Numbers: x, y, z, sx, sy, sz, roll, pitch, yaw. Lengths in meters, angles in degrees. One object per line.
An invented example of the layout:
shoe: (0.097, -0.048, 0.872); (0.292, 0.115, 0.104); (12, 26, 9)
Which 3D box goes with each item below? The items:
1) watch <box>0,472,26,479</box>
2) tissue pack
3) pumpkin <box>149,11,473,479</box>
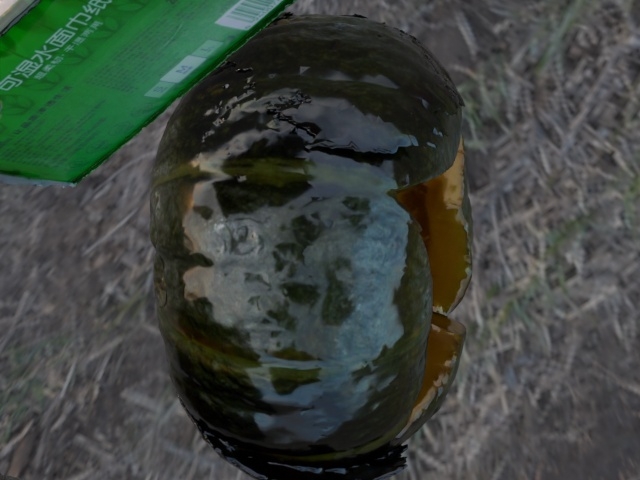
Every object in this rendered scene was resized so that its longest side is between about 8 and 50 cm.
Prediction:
watch: (-0.304, 0.281, 0.982); (0.335, 0.327, 0.314); (-54, 126, -32)
tissue pack: (-0.124, -0.148, 0.726); (0.209, 0.148, 0.156); (-36, 70, 26)
pumpkin: (0.000, 0.000, 1.018); (0.192, 0.320, 0.320); (5, 102, 14)
